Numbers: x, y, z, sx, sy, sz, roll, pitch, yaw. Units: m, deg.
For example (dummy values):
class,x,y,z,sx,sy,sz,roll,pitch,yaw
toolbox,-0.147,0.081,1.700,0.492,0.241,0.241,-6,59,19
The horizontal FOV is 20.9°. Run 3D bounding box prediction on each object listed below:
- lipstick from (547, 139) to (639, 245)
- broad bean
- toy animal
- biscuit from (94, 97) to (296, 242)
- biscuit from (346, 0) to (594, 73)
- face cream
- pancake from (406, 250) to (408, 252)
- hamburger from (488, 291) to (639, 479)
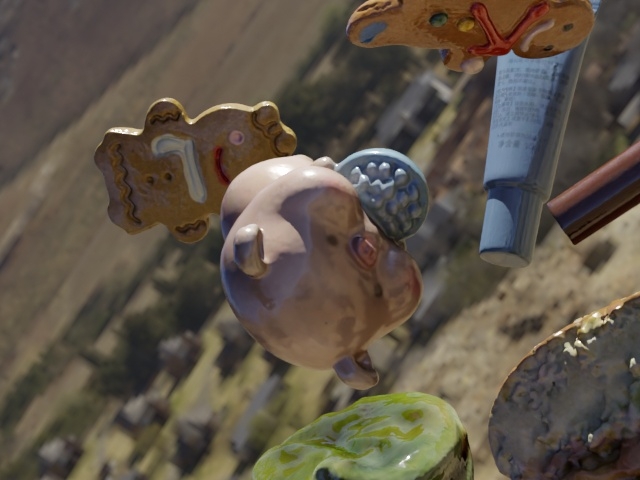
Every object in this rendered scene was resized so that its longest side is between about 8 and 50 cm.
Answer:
class,x,y,z,sx,sy,sz,roll,pitch,yaw
lipstick,0.386,-0.114,1.719,0.356,0.057,0.057,-35,17,11
broad bean,0.034,0.168,1.334,0.153,0.072,0.206,-26,23,-23
toy animal,-0.016,0.012,1.762,0.221,0.210,0.229,-6,45,56
biscuit,-0.147,-0.087,2.110,0.248,0.184,0.035,-8,18,7
biscuit,0.204,-0.272,2.108,0.205,0.324,0.049,-43,54,40
face cream,0.271,-0.154,2.263,0.086,0.135,0.385,54,-134,-66
pancake,0.059,-0.009,2.302,0.021,0.199,0.199,-41,8,-16
hamburger,0.409,0.173,1.855,0.445,0.268,0.287,-31,-14,23
